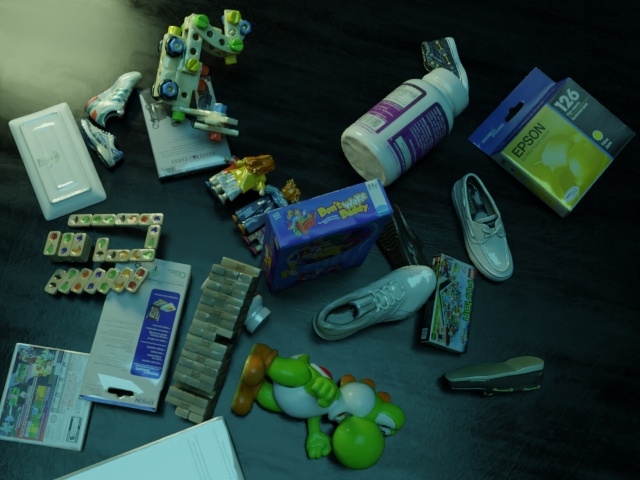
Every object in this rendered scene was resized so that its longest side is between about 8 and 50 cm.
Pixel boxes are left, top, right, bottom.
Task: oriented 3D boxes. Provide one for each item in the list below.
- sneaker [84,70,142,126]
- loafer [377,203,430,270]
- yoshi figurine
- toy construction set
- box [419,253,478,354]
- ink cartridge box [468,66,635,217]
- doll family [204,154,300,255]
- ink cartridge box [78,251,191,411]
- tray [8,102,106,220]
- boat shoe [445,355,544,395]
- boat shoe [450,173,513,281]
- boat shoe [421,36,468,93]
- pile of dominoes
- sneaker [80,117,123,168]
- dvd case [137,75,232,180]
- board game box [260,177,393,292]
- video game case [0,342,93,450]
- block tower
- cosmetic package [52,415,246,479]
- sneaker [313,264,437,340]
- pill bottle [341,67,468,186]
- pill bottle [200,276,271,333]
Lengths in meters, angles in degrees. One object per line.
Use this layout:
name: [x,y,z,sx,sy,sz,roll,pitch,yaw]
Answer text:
sneaker: [-0.478,-0.333,1.771,0.161,0.057,0.075,-40,84,-13]
loafer: [0.197,0.011,1.741,0.078,0.080,0.220,-18,85,-36]
yoshi figurine: [-0.002,0.363,1.548,0.362,0.203,0.203,19,87,-3]
toy construction set: [-0.274,-0.392,1.747,0.215,0.151,0.327,9,77,-30]
box: [0.296,0.146,1.701,0.114,0.036,0.207,20,69,-26]
ink cartridge box: [0.587,-0.264,1.874,0.307,0.072,0.303,42,73,5]
doll family: [-0.138,-0.101,1.696,0.163,0.118,0.263,-34,85,-12]
ink cartridge box: [-0.391,0.197,1.592,0.165,0.065,0.332,12,64,-4]
tray: [-0.613,-0.191,1.721,0.145,0.030,0.270,-23,77,-12]
boat shoe: [0.392,0.313,1.659,0.228,0.081,0.068,-7,102,-7]
boat shoe: [0.393,-0.034,1.764,0.096,0.088,0.267,-12,74,-11]
boat shoe: [0.316,-0.434,1.899,0.083,0.065,0.183,-11,68,-8]
pile of dominoes: [-0.479,0.022,1.617,0.251,0.040,0.196,-1,63,14]
sneaker: [-0.512,-0.234,1.742,0.058,0.052,0.135,-35,87,-26]
dvd case: [-0.325,-0.271,1.782,0.179,0.029,0.238,-13,75,-11]
board game box: [0.000,0.000,1.569,0.233,0.347,0.078,-17,75,-13]
video game case: [-0.573,0.329,1.565,0.184,0.023,0.201,10,73,-4]
block tower: [-0.224,0.205,1.554,0.091,0.097,0.335,19,89,7]
cosmetic package: [-0.338,0.517,1.467,0.385,0.156,0.217,-18,75,-11]
sneaker: [0.124,0.140,1.632,0.297,0.129,0.111,-27,81,-2]
pill bottle: [0.209,-0.278,1.778,0.301,0.169,0.169,-40,81,-16]
pill bottle: [-0.184,0.131,1.642,0.152,0.086,0.086,42,72,7]
